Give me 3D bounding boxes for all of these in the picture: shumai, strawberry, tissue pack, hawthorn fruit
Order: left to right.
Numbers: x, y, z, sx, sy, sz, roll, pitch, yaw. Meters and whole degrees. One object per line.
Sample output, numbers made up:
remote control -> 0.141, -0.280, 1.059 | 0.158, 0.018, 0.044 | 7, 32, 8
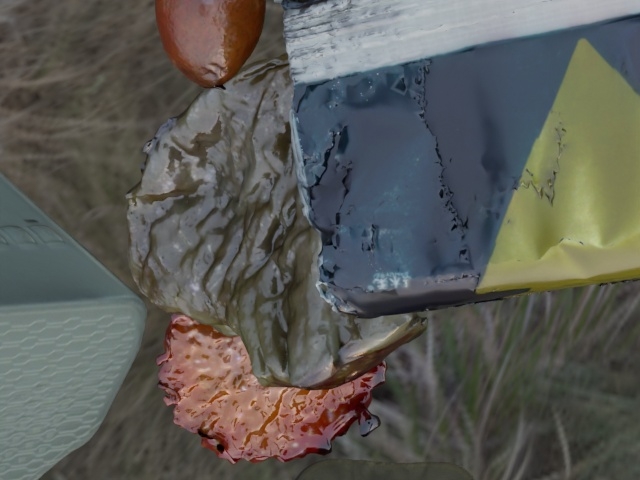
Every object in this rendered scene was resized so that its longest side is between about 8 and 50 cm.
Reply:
hawthorn fruit -> -0.076, -0.149, 1.328 | 0.081, 0.081, 0.093 | 0, 107, 12
strawberry -> -0.056, 0.102, 1.876 | 0.234, 0.178, 0.234 | -3, 103, -13
shumai -> 0.002, 0.003, 1.607 | 0.346, 0.217, 0.283 | -47, 60, 24
tissue pack -> 0.200, -0.099, 1.302 | 0.417, 0.264, 0.253 | -9, 90, 13

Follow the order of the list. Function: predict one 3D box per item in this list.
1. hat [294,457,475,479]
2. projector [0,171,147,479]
hat -> 0.066, 0.328, 1.836 | 0.214, 0.244, 0.149 | 3, 113, 6
projector -> -0.221, 0.012, 0.713 | 0.198, 0.250, 0.108 | 40, 113, 28
